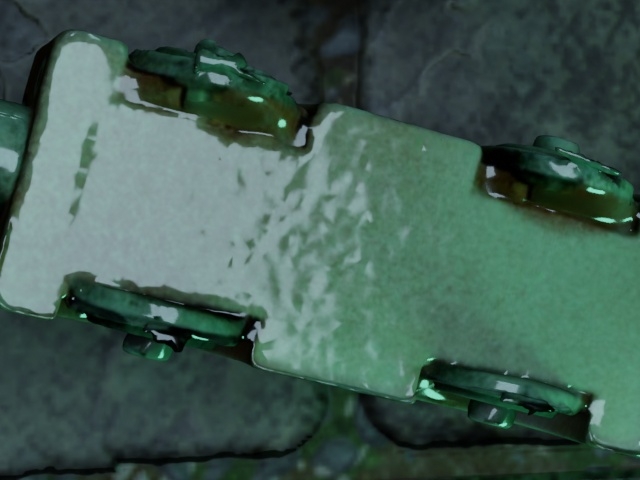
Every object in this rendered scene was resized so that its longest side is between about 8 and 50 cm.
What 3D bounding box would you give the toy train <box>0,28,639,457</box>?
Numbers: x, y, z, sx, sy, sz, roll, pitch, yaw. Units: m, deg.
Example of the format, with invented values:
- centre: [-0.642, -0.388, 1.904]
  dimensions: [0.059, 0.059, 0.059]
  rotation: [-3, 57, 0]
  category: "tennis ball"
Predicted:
- centre: [0.000, 0.000, 0.667]
  dimensions: [0.326, 0.159, 0.129]
  rotation: [14, 86, -15]
  category: "toy train"
